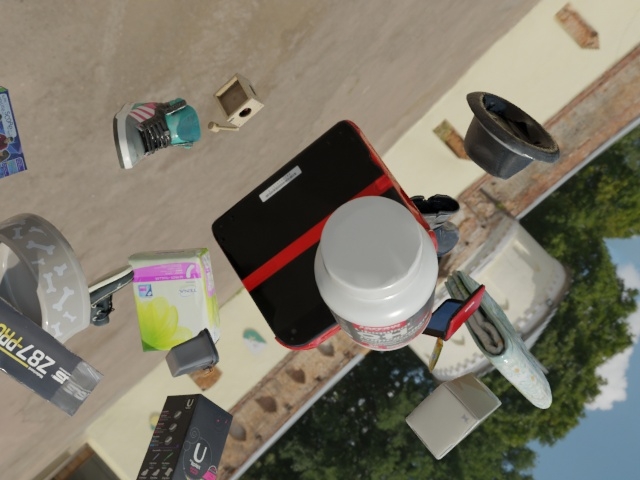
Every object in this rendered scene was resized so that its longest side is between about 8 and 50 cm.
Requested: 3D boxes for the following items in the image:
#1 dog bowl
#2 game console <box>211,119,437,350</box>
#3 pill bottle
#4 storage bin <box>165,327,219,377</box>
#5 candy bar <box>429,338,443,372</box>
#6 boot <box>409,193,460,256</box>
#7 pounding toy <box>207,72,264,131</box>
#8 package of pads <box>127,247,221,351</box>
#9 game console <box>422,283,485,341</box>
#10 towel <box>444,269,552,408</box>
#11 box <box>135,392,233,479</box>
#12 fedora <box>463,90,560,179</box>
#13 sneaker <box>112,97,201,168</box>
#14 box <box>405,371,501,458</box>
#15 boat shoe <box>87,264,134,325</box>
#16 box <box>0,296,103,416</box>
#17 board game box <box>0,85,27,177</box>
[{"bbox_3d":[-0.690,0.115,1.290,0.349,0.348,0.102,-45,169,33],"label":"dog bowl"},{"bbox_3d":[0.000,0.000,1.121,0.387,0.342,0.060,-36,166,14],"label":"game console"},{"bbox_3d":[0.087,0.056,0.844,0.176,0.176,0.318,-43,159,-8],"label":"pill bottle"},{"bbox_3d":[-0.298,0.273,1.285,0.091,0.098,0.135,-18,166,-29],"label":"storage bin"},{"bbox_3d":[0.300,0.294,1.454,0.161,0.018,0.040,89,6,-53],"label":"candy bar"},{"bbox_3d":[0.344,-0.047,1.648,0.338,0.118,0.222,-9,153,-37],"label":"boot"},{"bbox_3d":[-0.311,-0.462,2.024,0.206,0.181,0.094,-36,161,19],"label":"pounding toy"},{"bbox_3d":[-0.419,0.173,1.635,0.229,0.296,0.101,-4,-168,8],"label":"package of pads"},{"bbox_3d":[0.302,0.159,1.299,0.144,0.085,0.124,-37,147,-32],"label":"game console"},{"bbox_3d":[0.529,0.280,1.657,0.090,0.320,0.374,-39,-147,16],"label":"towel"},{"bbox_3d":[-0.384,0.597,1.593,0.143,0.165,0.270,-13,-134,30],"label":"box"},{"bbox_3d":[0.519,-0.284,1.604,0.334,0.334,0.152,-41,164,-53],"label":"fedora"},{"bbox_3d":[-0.371,-0.252,1.298,0.179,0.123,0.295,-6,-148,-7],"label":"sneaker"},{"bbox_3d":[0.353,0.443,1.446,0.148,0.121,0.311,-48,155,12],"label":"box"},{"bbox_3d":[-0.594,0.176,1.434,0.340,0.113,0.127,-29,-170,13],"label":"boat shoe"},{"bbox_3d":[-0.609,0.142,0.984,0.395,0.318,0.097,9,-125,39],"label":"box"},{"bbox_3d":[-0.750,-0.231,1.248,0.136,0.035,0.201,-33,141,-43],"label":"board game box"}]
